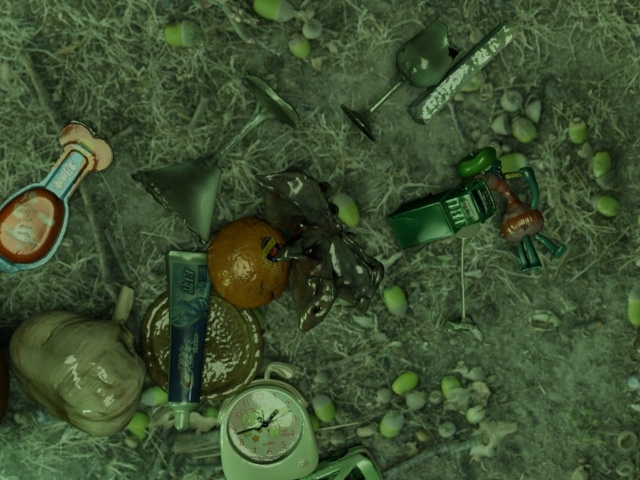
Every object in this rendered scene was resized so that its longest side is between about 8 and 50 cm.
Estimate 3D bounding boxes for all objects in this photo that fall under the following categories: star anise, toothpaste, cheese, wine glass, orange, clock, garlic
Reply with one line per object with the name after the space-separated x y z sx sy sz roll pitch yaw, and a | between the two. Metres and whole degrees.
0.002 0.004 1.276 0.110 0.198 0.258 -15 99 32 | star anise
-0.200 0.147 1.313 0.069 0.047 0.268 -2 78 18 | toothpaste
-0.408 -0.060 1.305 0.106 0.037 0.256 35 94 -11 | cheese
0.126 -0.242 1.312 0.195 0.079 0.079 -44 100 3 | wine glass
-0.110 0.036 1.305 0.117 0.135 0.135 -32 102 33 | orange
-0.142 -0.126 1.275 0.156 0.156 0.232 44 87 -9 | wine glass
-0.087 0.285 1.372 0.151 0.062 0.191 -9 98 -4 | clock
-0.329 0.163 1.289 0.218 0.218 0.212 42 58 -9 | garlic

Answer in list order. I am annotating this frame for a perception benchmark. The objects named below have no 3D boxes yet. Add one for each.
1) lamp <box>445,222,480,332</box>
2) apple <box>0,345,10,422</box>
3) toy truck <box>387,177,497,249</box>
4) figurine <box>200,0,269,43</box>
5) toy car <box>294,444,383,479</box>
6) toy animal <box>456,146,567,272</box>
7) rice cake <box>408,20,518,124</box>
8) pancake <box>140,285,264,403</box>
0.224 0.049 1.391 0.050 0.056 0.198 2 87 -5 | lamp
-0.594 0.239 1.164 0.333 0.400 0.400 35 94 -34 | apple
0.187 -0.043 1.321 0.147 0.079 0.065 -18 103 38 | toy truck
-0.158 -0.410 1.175 0.315 0.284 0.206 26 96 -20 | figurine
-0.008 0.412 1.391 0.224 0.076 0.090 -26 101 -2 | toy car
0.300 -0.054 1.345 0.103 0.100 0.208 -32 87 38 | toy animal
0.221 -0.258 1.337 0.211 0.043 0.034 -43 107 1 | rice cake
-0.184 0.157 1.342 0.199 0.021 0.199 0 82 3 | pancake
